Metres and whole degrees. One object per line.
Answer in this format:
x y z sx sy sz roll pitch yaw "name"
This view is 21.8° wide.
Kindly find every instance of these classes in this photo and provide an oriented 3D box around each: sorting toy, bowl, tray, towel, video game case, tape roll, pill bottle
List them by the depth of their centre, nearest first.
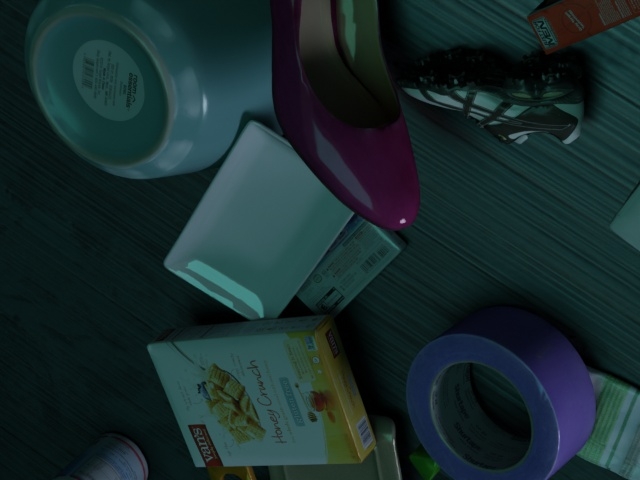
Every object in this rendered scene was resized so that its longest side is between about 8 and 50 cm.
-0.188 -0.188 1.747 0.312 0.163 0.311 16 124 24 "bowl"
0.314 0.199 1.752 0.152 0.023 0.113 25 128 17 "towel"
0.189 0.170 1.756 0.189 0.080 0.189 19 122 33 "tape roll"
-0.062 -0.018 1.808 0.145 0.030 0.270 31 135 -5 "tray"
0.000 0.000 1.833 0.143 0.019 0.157 45 131 2 "video game case"
0.022 0.283 1.968 0.348 0.047 0.196 5 115 29 "sorting toy"
-0.295 0.320 2.108 0.087 0.160 0.087 15 124 25 "pill bottle"

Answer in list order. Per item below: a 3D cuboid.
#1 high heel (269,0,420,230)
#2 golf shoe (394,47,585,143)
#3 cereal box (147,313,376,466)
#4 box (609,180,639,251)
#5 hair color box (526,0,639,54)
0.027 -0.200 1.588 0.181 0.127 0.377 -36 81 49 "high heel"
0.164 -0.133 1.618 0.198 0.077 0.093 10 131 35 "golf shoe"
-0.069 0.176 1.909 0.240 0.047 0.173 -8 112 33 "cereal box"
0.393 -0.043 1.499 0.182 0.119 0.181 38 130 9 "box"
0.265 -0.221 1.506 0.141 0.072 0.043 -21 105 38 "hair color box"
